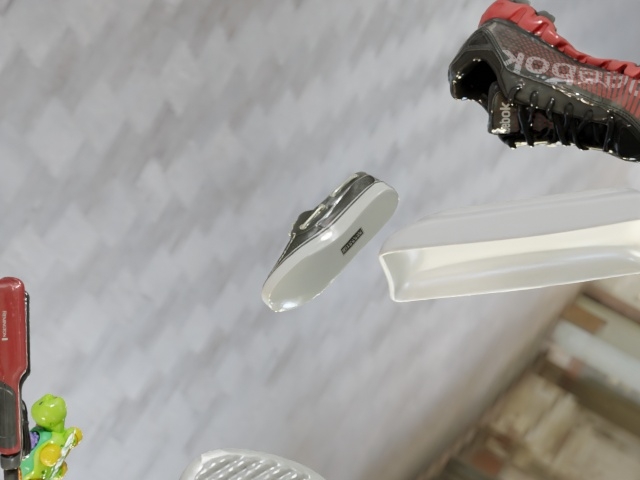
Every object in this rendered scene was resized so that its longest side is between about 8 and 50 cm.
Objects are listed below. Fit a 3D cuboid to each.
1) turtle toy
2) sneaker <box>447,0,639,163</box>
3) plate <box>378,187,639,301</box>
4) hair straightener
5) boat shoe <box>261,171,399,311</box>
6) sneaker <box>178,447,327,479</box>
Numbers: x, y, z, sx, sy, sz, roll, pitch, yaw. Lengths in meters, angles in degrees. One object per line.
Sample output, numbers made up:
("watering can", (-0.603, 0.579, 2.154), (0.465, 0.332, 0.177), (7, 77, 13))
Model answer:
("turtle toy", (-0.340, 0.250, 2.049), (0.130, 0.066, 0.095), (-64, 173, 16))
("sneaker", (0.235, -0.128, 1.592), (0.135, 0.276, 0.097), (-40, 147, -27))
("plate", (0.196, 0.003, 1.573), (0.277, 0.278, 0.045), (64, 19, -78))
("hair straightener", (-0.301, 0.156, 1.668), (0.089, 0.047, 0.230), (98, -18, -75))
("boat shoe", (0.000, 0.000, 2.061), (0.219, 0.070, 0.077), (-42, 143, -19))
("sneaker", (0.007, 0.291, 1.439), (0.127, 0.321, 0.126), (-49, -163, 54))
